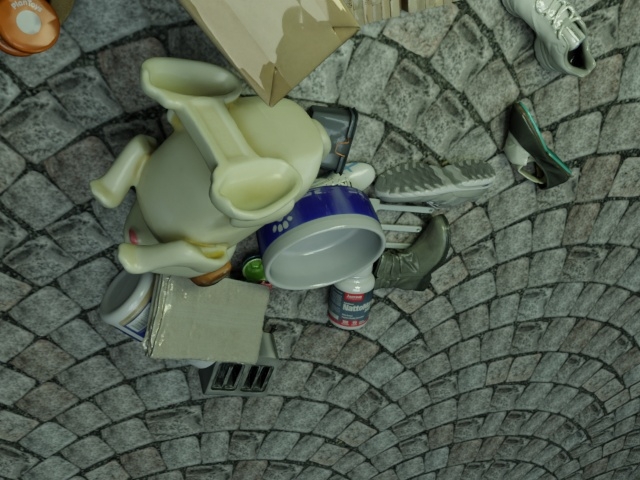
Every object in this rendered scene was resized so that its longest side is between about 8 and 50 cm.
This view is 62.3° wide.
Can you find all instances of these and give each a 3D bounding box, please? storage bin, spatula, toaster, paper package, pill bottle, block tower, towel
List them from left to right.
[{"bbox_3d":[-0.335,0.173,1.177,0.153,0.153,0.265,-39,126,9],"label":"pill bottle"},{"bbox_3d":[-0.236,0.167,1.134,0.282,0.049,0.187,17,80,-42],"label":"towel"},{"bbox_3d":[-0.130,-0.392,0.765,0.168,0.324,0.309,-39,125,8],"label":"paper package"},{"bbox_3d":[-0.201,0.306,1.338,0.168,0.110,0.185,11,118,-25],"label":"toaster"},{"bbox_3d":[0.014,-0.208,1.083,0.091,0.098,0.135,9,119,-12],"label":"storage bin"},{"bbox_3d":[0.077,0.120,1.308,0.108,0.108,0.180,-5,123,-16],"label":"pill bottle"},{"bbox_3d":[0.150,-0.034,1.272,0.242,0.019,0.168,3,129,-20],"label":"spatula"},{"bbox_3d":[0.141,-0.461,0.953,0.336,0.091,0.097,-15,125,-8],"label":"block tower"}]

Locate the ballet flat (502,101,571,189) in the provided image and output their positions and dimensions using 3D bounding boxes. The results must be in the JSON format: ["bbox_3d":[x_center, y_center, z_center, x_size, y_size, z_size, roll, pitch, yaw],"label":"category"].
[{"bbox_3d":[0.496,-0.204,1.245,0.096,0.095,0.280,-37,127,22],"label":"ballet flat"}]

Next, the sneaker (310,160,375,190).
[{"bbox_3d":[0.013,-0.103,1.153,0.237,0.086,0.085,-21,125,-6],"label":"sneaker"}]

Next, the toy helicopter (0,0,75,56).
[{"bbox_3d":[-0.522,-0.419,0.725,0.355,0.140,0.234,14,95,-38],"label":"toy helicopter"}]

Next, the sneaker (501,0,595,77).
[{"bbox_3d":[0.465,-0.444,1.048,0.111,0.129,0.297,-44,124,15],"label":"sneaker"}]

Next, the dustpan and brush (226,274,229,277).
[{"bbox_3d":[-0.306,0.024,1.156,0.211,0.060,0.147,-5,123,-23],"label":"dustpan and brush"}]

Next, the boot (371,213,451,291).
[{"bbox_3d":[0.212,0.041,1.305,0.161,0.083,0.246,2,130,-18],"label":"boot"}]

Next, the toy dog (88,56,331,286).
[{"bbox_3d":[-0.207,-0.086,0.941,0.284,0.395,0.408,52,131,4],"label":"toy dog"}]

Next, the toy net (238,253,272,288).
[{"bbox_3d":[-0.083,0.090,1.273,0.232,0.045,0.122,7,120,-22],"label":"toy net"}]

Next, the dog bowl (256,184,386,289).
[{"bbox_3d":[0.000,0.000,1.130,0.265,0.104,0.265,-14,153,-7],"label":"dog bowl"}]

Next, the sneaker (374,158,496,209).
[{"bbox_3d":[0.261,-0.109,1.220,0.282,0.105,0.115,-4,138,-9],"label":"sneaker"}]
